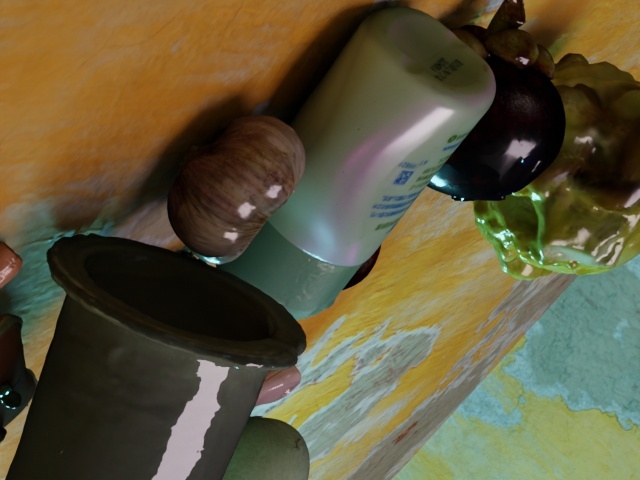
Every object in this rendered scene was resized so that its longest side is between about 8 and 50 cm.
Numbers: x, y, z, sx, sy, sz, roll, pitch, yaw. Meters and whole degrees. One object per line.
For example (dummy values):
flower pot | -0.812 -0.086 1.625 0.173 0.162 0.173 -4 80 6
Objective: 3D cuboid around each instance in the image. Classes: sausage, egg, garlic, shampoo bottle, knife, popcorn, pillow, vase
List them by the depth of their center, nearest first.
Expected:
sausage | -0.285 0.035 1.354 0.083 0.034 0.034 -41 164 -10
vase | -0.178 0.170 1.460 0.245 0.245 0.291 -8 124 -65
pillow | -0.327 0.156 1.485 0.171 0.075 0.179 -39 163 -22
garlic | -0.083 -0.052 1.519 0.147 0.102 0.159 -50 -178 -35
shampoo bottle | 0.020 -0.062 1.654 0.349 0.151 0.222 -53 175 29
popcorn | 0.321 -0.101 2.079 0.312 0.312 0.312 -40 164 -14
knife | -0.159 0.242 2.247 0.336 0.043 0.081 -22 161 -40
egg | -0.116 0.352 2.359 0.236 0.169 0.169 -43 166 -29

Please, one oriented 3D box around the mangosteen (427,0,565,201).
mangosteen | 0.176 -0.157 1.794 0.194 0.194 0.230 -15 113 -61

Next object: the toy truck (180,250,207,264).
toy truck | -0.154 0.059 1.646 0.074 0.088 0.202 -49 164 12

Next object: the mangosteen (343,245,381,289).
mangosteen | 0.000 0.000 1.860 0.140 0.140 0.140 -40 164 -14
